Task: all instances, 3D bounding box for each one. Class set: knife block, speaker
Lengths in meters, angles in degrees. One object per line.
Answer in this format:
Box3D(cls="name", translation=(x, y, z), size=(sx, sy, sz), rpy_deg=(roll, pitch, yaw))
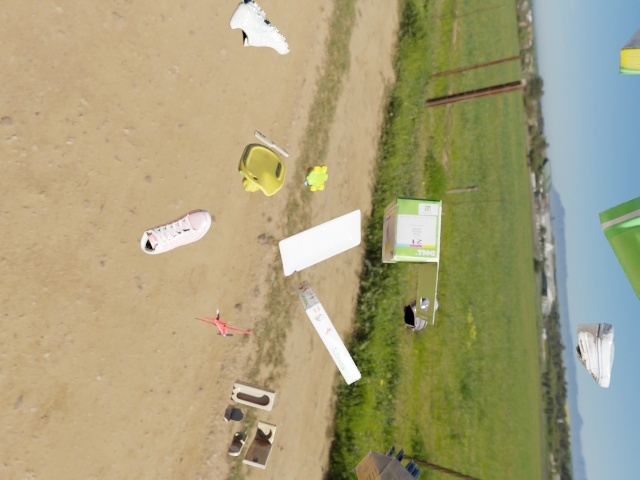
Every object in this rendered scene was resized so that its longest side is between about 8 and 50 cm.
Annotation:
Box3D(cls="knife block", translation=(0.237, 0.756, 1.355), size=(0.242, 0.088, 0.275), rpy_deg=(29, 15, -19))
Box3D(cls="speaker", translation=(0.674, 0.056, 0.868), size=(0.131, 0.131, 0.296), rpy_deg=(-1, 66, -62))

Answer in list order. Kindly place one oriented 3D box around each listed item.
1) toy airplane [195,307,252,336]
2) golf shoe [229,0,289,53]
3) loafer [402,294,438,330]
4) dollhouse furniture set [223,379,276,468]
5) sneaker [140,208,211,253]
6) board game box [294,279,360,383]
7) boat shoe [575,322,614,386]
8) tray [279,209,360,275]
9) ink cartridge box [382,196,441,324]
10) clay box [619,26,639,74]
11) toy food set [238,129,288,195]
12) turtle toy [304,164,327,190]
Box3D(cls="toy airplane", translation=(-0.240, 0.206, 1.075), size=(0.151, 0.151, 0.028), rpy_deg=(55, 42, -45))
Box3D(cls="golf shoe", translation=(-0.146, -0.488, 1.047), size=(0.069, 0.086, 0.176), rpy_deg=(51, 13, 34))
Box3D(cls="loafer", translation=(0.338, 0.265, 1.620), size=(0.109, 0.095, 0.302), rpy_deg=(60, -16, 23))
Box3D(cls="dollhouse furniture set", translation=(-0.186, 0.475, 1.159), size=(0.123, 0.144, 0.151), rpy_deg=(-24, 129, -85))
Box3D(cls="sneaker", translation=(-0.261, -0.012, 0.786), size=(0.051, 0.134, 0.070), rpy_deg=(65, 21, 1))
Box3D(cls="board game box", translation=(0.021, 0.291, 1.429), size=(0.305, 0.053, 0.193), rpy_deg=(62, -5, -20))
Box3D(cls="boat shoe", translation=(0.650, 0.264, 1.053), size=(0.083, 0.076, 0.226), rpy_deg=(-52, 133, -33))
Box3D(cls="tray", translation=(0.000, 0.000, 1.344), size=(0.270, 0.030, 0.145), rpy_deg=(-23, 135, -18))
Box3D(cls="ink cartridge box", translation=(0.194, 0.046, 0.982), size=(0.189, 0.097, 0.255), rpy_deg=(89, 6, -85))
Box3D(cls="clay box", translation=(0.641, -0.325, 0.727), size=(0.127, 0.222, 0.053), rpy_deg=(-44, 131, -23))
Box3D(cls="toy food set", translation=(-0.163, -0.191, 1.194), size=(0.128, 0.071, 0.218), rpy_deg=(30, 38, -17))
Box3D(cls="turtle toy", translation=(-0.016, -0.240, 1.660), size=(0.130, 0.066, 0.095), rpy_deg=(-16, 121, -55))
